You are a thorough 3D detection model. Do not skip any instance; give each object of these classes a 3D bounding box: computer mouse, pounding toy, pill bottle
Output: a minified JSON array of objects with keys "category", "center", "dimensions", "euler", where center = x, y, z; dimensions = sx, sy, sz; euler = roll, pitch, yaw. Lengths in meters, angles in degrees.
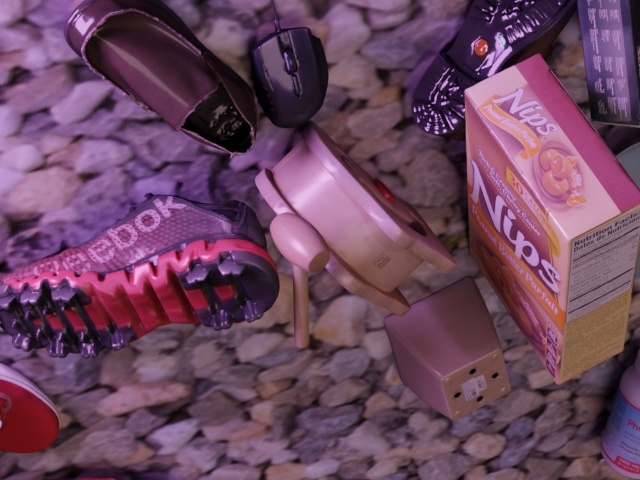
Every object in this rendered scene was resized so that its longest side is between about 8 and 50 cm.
[{"category":"computer mouse","center":[-0.032,-0.187,1.468],"dimensions":[0.071,0.041,0.242],"euler":[-21,138,-9]},{"category":"pounding toy","center":[0.000,0.000,1.592],"dimensions":[0.155,0.154,0.269],"euler":[-44,153,9]},{"category":"pill bottle","center":[0.392,0.201,2.007],"dimensions":[0.087,0.087,0.160],"euler":[-9,129,-23]}]

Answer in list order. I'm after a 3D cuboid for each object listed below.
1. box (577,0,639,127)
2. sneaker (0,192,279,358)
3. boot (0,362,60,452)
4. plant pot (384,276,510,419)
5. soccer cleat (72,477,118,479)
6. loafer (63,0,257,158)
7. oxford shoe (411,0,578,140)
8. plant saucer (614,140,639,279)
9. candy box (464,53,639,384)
[{"category":"box","center":[0.280,-0.242,1.531],"dimensions":[0.051,0.175,0.220],"euler":[7,138,22]},{"category":"sneaker","center":[-0.171,0.026,1.539],"dimensions":[0.276,0.135,0.098],"euler":[-11,132,10]},{"category":"boot","center":[-0.320,0.182,1.526],"dimensions":[0.244,0.176,0.088],"euler":[28,108,-43]},{"category":"plant pot","center":[0.146,0.125,1.798],"dimensions":[0.109,0.096,0.109],"euler":[-27,134,-9]},{"category":"soccer cleat","center":[-0.196,0.298,1.745],"dimensions":[0.318,0.109,0.116],"euler":[0,122,-27]},{"category":"loafer","center":[-0.123,-0.141,1.440],"dimensions":[0.220,0.078,0.080],"euler":[29,108,-42]},{"category":"oxford shoe","center":[0.183,-0.189,1.587],"dimensions":[0.227,0.083,0.096],"euler":[-48,149,17]},{"category":"plant saucer","center":[0.328,-0.037,1.803],"dimensions":[0.195,0.037,0.195],"euler":[-20,133,-23]},{"category":"candy box","center":[0.218,-0.012,1.608],"dimensions":[0.087,0.183,0.316],"euler":[-28,153,-8]}]
